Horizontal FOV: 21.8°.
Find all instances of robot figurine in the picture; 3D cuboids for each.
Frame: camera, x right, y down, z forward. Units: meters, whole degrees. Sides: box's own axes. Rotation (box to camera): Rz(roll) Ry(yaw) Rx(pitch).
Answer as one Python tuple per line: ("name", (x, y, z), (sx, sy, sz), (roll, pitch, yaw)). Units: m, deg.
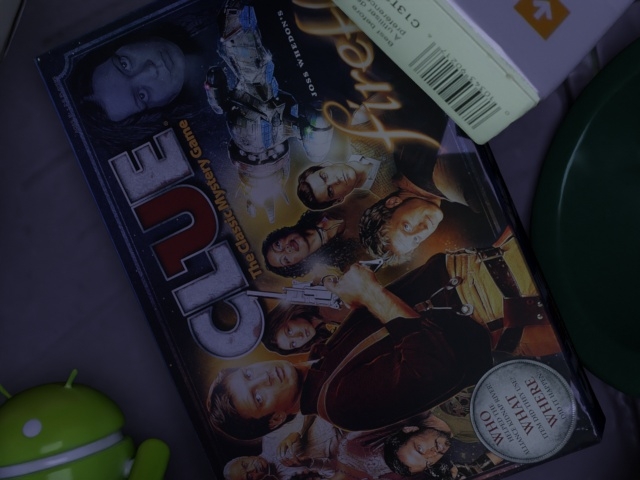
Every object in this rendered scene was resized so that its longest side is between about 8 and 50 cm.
("robot figurine", (-0.109, 0.114, 0.722), (0.101, 0.067, 0.115), (-13, 93, 26))

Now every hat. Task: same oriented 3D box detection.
("hat", (0.229, -0.008, 0.750), (0.183, 0.208, 0.173), (15, 55, -42))

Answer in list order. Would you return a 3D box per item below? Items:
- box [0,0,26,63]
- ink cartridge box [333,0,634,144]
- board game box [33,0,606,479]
("box", (-0.201, -0.199, 0.647), (0.113, 0.094, 0.275), (-13, 74, -25))
("ink cartridge box", (0.121, -0.225, 0.701), (0.176, 0.069, 0.371), (44, 67, -4))
("board game box", (0.000, 0.000, 0.718), (0.165, 0.042, 0.243), (-23, 92, 14))
